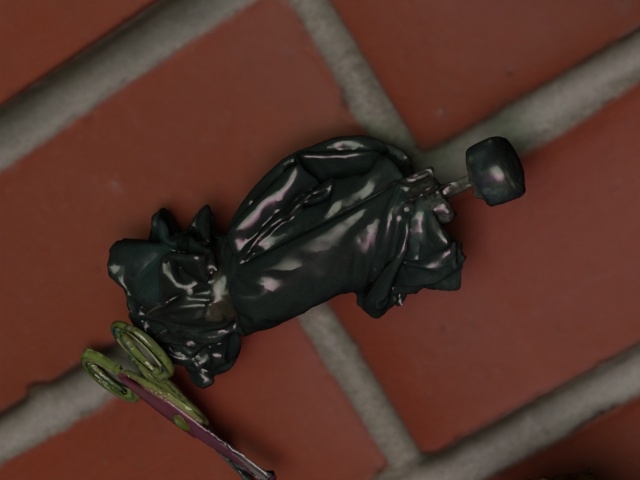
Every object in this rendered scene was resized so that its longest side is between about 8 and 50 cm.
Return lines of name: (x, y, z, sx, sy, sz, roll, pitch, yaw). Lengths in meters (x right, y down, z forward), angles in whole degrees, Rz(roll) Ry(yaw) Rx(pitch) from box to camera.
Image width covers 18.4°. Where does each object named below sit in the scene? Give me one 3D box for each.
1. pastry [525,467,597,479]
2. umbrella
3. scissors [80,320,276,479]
pastry: (0.189, 0.307, 1.477, 0.193, 0.275, 0.275, -30, 92, 6)
umbrella: (0.002, 0.001, 1.547, 0.349, 0.094, 0.143, -24, 107, 23)
scissors: (-0.113, 0.140, 1.619, 0.187, 0.020, 0.133, 43, 153, -6)
